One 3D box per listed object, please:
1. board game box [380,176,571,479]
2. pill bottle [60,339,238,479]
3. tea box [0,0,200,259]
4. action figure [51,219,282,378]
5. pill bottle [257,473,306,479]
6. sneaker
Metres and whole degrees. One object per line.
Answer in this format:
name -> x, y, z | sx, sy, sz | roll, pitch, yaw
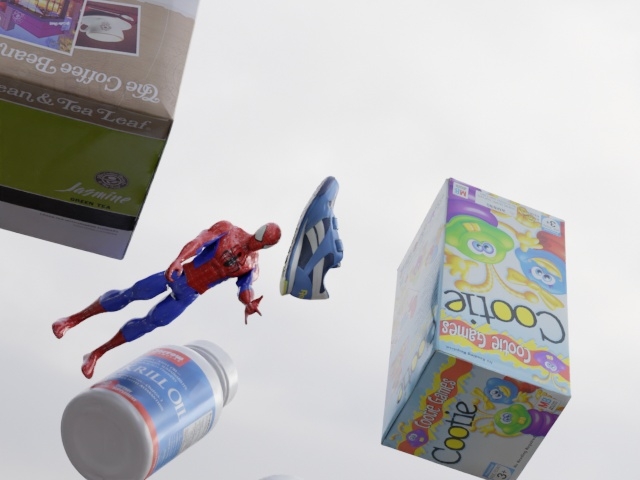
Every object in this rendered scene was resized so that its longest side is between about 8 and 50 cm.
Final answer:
board game box -> 0.160, 0.089, 1.626 | 0.142, 0.275, 0.144 | 20, -52, -8
pill bottle -> -0.191, 0.193, 1.865 | 0.124, 0.124, 0.221 | 10, 22, 25
tea box -> -0.324, -0.176, 1.731 | 0.329, 0.220, 0.323 | 15, -30, -10
action figure -> -0.162, 0.067, 1.760 | 0.091, 0.280, 0.139 | 56, 9, -17
pill bottle -> -0.044, 0.241, 1.178 | 0.108, 0.108, 0.180 | 16, 15, 6
sneaker -> 0.000, 0.000, 1.762 | 0.059, 0.144, 0.053 | 18, -8, -5
